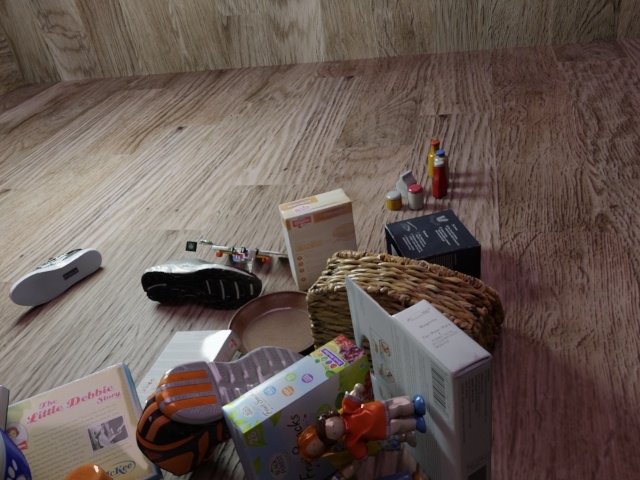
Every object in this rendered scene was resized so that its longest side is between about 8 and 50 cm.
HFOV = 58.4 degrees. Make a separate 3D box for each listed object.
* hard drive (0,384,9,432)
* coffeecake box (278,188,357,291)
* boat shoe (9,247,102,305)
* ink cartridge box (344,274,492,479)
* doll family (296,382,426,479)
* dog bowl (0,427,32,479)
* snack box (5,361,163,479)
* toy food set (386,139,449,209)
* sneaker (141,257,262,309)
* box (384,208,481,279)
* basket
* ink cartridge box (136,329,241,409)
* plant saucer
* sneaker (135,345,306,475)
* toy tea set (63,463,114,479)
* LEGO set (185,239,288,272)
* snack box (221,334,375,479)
[{"bbox_3d":[-0.543,0.367,0.759,0.210,0.040,0.319,-6,61,-7],"label":"hard drive"},{"bbox_3d":[0.000,0.000,1.218,0.142,0.185,0.068,-15,33,-10],"label":"coffeecake box"},{"bbox_3d":[-0.637,0.079,1.364,0.076,0.080,0.228,10,35,38],"label":"boat shoe"},{"bbox_3d":[0.133,0.197,0.790,0.060,0.275,0.239,-23,35,-18],"label":"ink cartridge box"},{"bbox_3d":[0.050,0.310,0.737,0.163,0.263,0.118,-7,-3,-11],"label":"doll family"},{"bbox_3d":[-0.486,0.319,0.661,0.264,0.104,0.265,-5,45,5],"label":"dog bowl"},{"bbox_3d":[-0.420,0.330,0.851,0.322,0.060,0.187,-20,65,-16],"label":"snack box"},{"bbox_3d":[0.266,-0.168,1.490,0.232,0.105,0.111,-32,39,-32],"label":"toy food set"},{"bbox_3d":[-0.251,0.079,1.246,0.271,0.100,0.108,4,26,18],"label":"sneaker"},{"bbox_3d":[0.234,0.022,1.210,0.158,0.093,0.156,-13,32,-4],"label":"box"},{"bbox_3d":[0.152,0.102,0.993,0.299,0.213,0.223,11,38,28],"label":"basket"},{"bbox_3d":[-0.241,0.238,1.020,0.145,0.045,0.179,-7,38,32],"label":"ink cartridge box"},{"bbox_3d":[-0.079,0.171,1.112,0.198,0.036,0.199,-7,32,5],"label":"plant saucer"},{"bbox_3d":[-0.137,0.267,0.899,0.321,0.180,0.125,9,40,-38],"label":"sneaker"},{"bbox_3d":[-0.336,0.438,0.681,0.200,0.124,0.336,9,37,38],"label":"toy tea set"},{"bbox_3d":[-0.189,0.036,1.260,0.182,0.060,0.244,5,-4,21],"label":"LEGO set"},{"bbox_3d":[-0.018,0.263,0.821,0.207,0.175,0.070,-27,33,-25],"label":"snack box"}]
